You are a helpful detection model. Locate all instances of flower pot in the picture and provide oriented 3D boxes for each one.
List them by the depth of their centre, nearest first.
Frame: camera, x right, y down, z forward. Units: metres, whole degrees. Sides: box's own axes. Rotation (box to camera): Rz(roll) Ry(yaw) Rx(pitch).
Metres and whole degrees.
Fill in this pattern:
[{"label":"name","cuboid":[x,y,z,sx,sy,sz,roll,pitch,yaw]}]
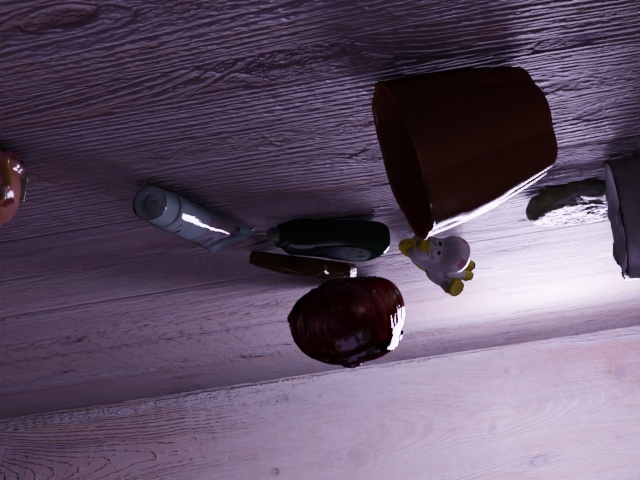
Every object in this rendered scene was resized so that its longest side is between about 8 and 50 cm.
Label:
[{"label":"flower pot","cuboid":[0.168,-0.117,1.238,0.173,0.190,0.190,-19,167,-7]}]

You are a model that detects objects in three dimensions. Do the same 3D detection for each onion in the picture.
[{"label":"onion","cuboid":[0.058,0.166,2.195,0.246,0.190,0.246,-9,-177,1]}]

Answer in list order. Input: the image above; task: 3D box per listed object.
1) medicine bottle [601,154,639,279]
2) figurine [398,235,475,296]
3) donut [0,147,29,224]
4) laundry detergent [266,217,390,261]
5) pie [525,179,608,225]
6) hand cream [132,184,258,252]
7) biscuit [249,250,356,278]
[{"label":"medicine bottle","cuboid":[0.607,-0.055,1.617,0.332,0.190,0.190,-9,165,8]},{"label":"figurine","cuboid":[0.213,0.032,1.975,0.129,0.109,0.178,11,168,18]},{"label":"donut","cuboid":[-0.454,-0.059,1.296,0.199,0.085,0.233,-13,166,17]},{"label":"laundry detergent","cuboid":[0.000,0.000,1.784,0.211,0.063,0.137,2,169,-33]},{"label":"pie","cuboid":[0.436,-0.062,1.803,0.187,0.041,0.187,-7,164,-2]},{"label":"hand cream","cuboid":[-0.187,-0.029,1.616,0.085,0.058,0.331,-28,166,10]},{"label":"biscuit","cuboid":[-0.026,0.046,1.846,0.182,0.034,0.215,7,180,-13]}]
